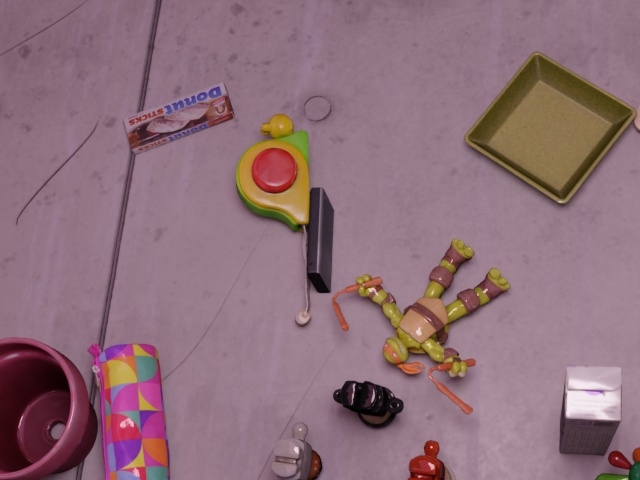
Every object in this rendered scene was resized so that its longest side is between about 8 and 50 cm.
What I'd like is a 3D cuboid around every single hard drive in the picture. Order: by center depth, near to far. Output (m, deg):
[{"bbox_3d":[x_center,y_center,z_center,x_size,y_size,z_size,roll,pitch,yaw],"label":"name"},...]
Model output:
[{"bbox_3d":[0.000,0.000,1.649,0.022,0.094,0.135,-2,69,11],"label":"hard drive"}]

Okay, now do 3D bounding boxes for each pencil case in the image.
[{"bbox_3d":[-0.276,0.264,1.601,0.104,0.104,0.236,-15,67,5],"label":"pencil case"}]

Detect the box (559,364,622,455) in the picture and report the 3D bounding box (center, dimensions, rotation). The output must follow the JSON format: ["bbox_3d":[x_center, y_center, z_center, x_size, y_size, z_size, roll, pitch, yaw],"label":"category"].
[{"bbox_3d":[0.332,0.216,1.374,0.067,0.324,0.063,2,73,13],"label":"box"}]

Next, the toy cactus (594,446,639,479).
[{"bbox_3d":[0.467,0.293,1.406,0.218,0.181,0.112,11,52,10],"label":"toy cactus"}]

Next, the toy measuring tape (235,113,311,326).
[{"bbox_3d":[-0.072,-0.034,1.673,0.121,0.121,0.330,-4,77,10],"label":"toy measuring tape"}]

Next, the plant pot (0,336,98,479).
[{"bbox_3d":[-0.412,0.257,1.586,0.201,0.180,0.201,-4,69,9],"label":"plant pot"}]

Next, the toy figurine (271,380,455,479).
[{"bbox_3d":[0.056,0.312,1.498,0.209,0.148,0.213,-41,69,1],"label":"toy figurine"}]

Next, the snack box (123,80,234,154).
[{"bbox_3d":[-0.232,-0.201,1.812,0.178,0.022,0.064,-20,65,4],"label":"snack box"}]

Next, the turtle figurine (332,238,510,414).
[{"bbox_3d":[0.167,0.116,1.576,0.217,0.087,0.269,-42,59,-14],"label":"turtle figurine"}]

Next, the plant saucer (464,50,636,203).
[{"bbox_3d":[0.346,-0.164,1.670,0.188,0.045,0.188,36,80,22],"label":"plant saucer"}]

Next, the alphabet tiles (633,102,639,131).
[{"bbox_3d":[0.622,-0.198,1.640,0.277,0.021,0.284,18,74,15],"label":"alphabet tiles"}]
